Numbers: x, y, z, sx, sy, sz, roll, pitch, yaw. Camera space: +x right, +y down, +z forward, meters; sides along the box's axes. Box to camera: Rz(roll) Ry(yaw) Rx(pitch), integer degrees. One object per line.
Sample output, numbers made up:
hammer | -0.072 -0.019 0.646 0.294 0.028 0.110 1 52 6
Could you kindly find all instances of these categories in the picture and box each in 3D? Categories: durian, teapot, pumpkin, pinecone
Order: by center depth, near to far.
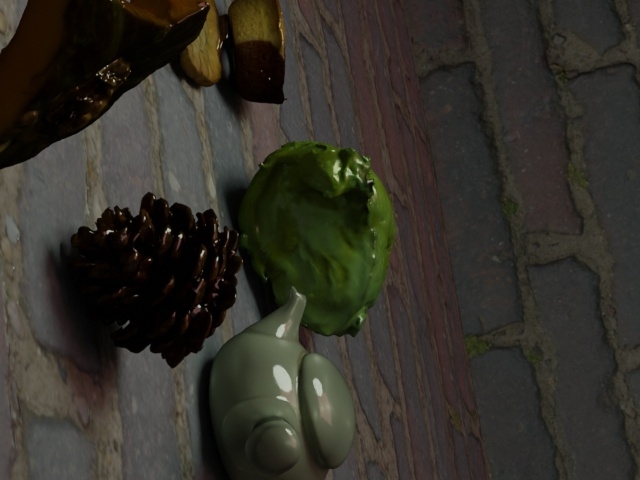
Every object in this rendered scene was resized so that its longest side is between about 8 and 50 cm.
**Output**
pumpkin | -0.208 -0.121 1.125 0.095 0.258 0.290 57 19 -3
pinecone | -0.156 0.031 1.405 0.173 0.173 0.173 -13 90 -77
teapot | -0.045 0.219 1.660 0.318 0.149 0.220 -82 153 -60
durian | 0.000 0.000 2.014 0.339 0.204 0.256 4 87 -85

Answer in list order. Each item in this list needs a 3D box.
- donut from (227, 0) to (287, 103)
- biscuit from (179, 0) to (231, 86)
donut | -0.087 -0.265 2.050 0.184 0.073 0.166 -111 -165 -76
biscuit | -0.172 -0.317 1.914 0.203 0.041 0.260 52 27 -53
